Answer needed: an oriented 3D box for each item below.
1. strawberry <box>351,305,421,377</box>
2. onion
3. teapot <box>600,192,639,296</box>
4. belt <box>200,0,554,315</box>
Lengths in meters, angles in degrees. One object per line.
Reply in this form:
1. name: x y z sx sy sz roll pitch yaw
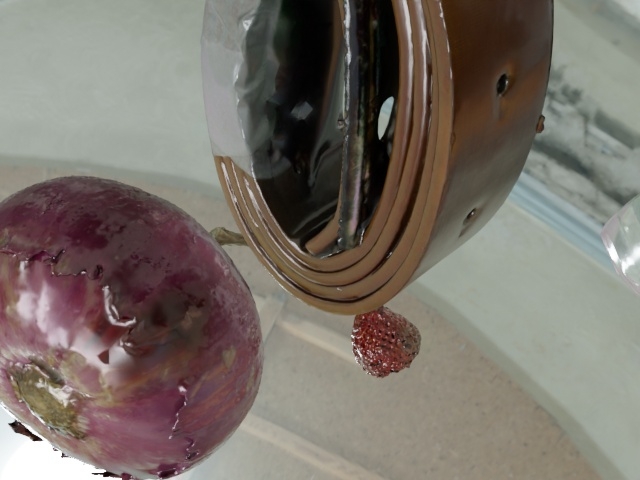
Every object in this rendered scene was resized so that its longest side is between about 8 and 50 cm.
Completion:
1. strawberry: 0.073 0.115 1.088 0.083 0.083 0.096 -43 -63 -41
2. onion: -0.234 0.083 1.035 0.358 0.358 0.345 12 -142 -10
3. teapot: 0.231 -0.034 0.368 0.163 0.178 0.222 38 -113 3
4. belt: 0.021 -0.087 0.488 0.184 0.262 0.105 29 -135 35
